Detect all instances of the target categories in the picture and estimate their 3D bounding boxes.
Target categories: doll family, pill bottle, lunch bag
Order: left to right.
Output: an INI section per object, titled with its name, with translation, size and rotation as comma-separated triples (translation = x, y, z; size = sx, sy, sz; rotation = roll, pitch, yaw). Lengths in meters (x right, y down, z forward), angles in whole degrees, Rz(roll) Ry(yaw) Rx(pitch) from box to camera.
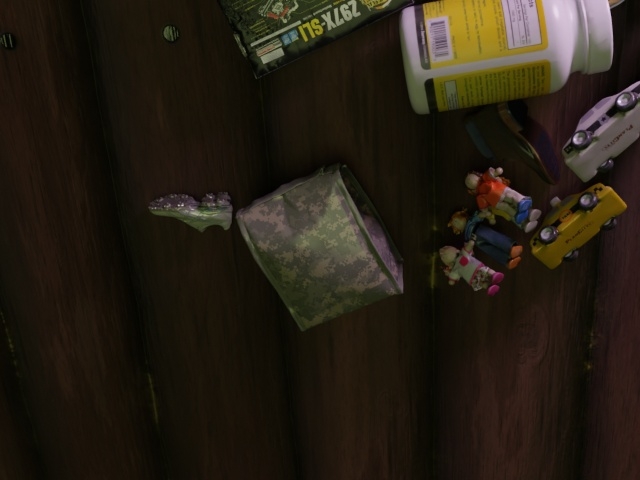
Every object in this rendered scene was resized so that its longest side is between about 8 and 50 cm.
[lunch bag]
translation = 0.000, 0.000, 1.520
size = 0.235, 0.169, 0.287
rotation = -23, 114, 17
[doll family]
translation = 0.320, -0.031, 1.471
size = 0.163, 0.118, 0.263
rotation = 38, 128, 35
[pill bottle]
translation = 0.311, -0.332, 1.312
size = 0.333, 0.188, 0.188
rotation = -7, 113, 11

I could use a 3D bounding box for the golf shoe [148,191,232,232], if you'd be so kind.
[golf shoe]
translation = -0.268, -0.051, 1.592
size = 0.176, 0.069, 0.086
rotation = 1, 121, 9

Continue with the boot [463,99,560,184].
[boot]
translation = 0.366, -0.180, 1.453
size = 0.106, 0.082, 0.219
rotation = -15, 127, 43

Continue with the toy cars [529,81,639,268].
[toy cars]
translation = 0.487, -0.120, 1.404
size = 0.176, 0.087, 0.394
rotation = -7, 132, -17

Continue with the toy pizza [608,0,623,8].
[toy pizza]
translation = 0.461, -0.486, 1.306
size = 0.201, 0.032, 0.201
rotation = 3, 115, 7

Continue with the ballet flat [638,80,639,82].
[ballet flat]
translation = 0.617, -0.293, 1.351
size = 0.077, 0.091, 0.241
rotation = -1, 124, -28

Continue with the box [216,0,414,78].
[box]
translation = -0.030, -0.472, 1.357
size = 0.322, 0.079, 0.257
rotation = -23, 111, 17
